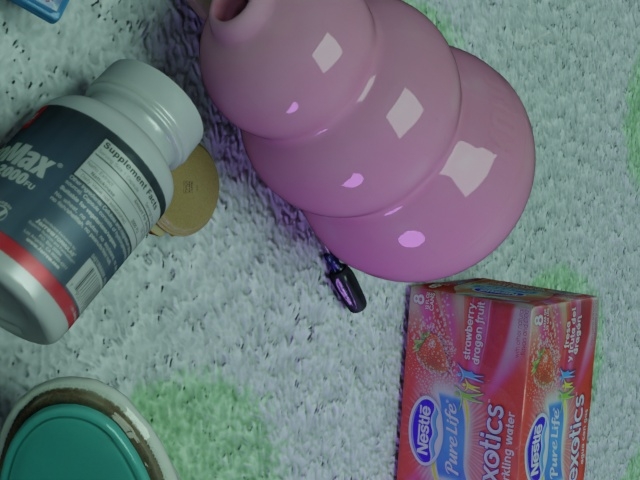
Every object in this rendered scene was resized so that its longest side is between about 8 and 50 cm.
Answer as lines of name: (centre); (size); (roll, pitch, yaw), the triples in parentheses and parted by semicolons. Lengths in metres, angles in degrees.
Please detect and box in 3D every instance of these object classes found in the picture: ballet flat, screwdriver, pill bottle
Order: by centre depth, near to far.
pill bottle: (-0.161, -0.032, 0.642); (0.180, 0.108, 0.108); (-55, 132, -28)
ballet flat: (-0.140, 0.253, 0.713); (0.139, 0.139, 0.400); (-28, 120, -42)
screwdriver: (0.000, 0.000, 0.900); (0.024, 0.025, 0.170); (-47, 119, -32)

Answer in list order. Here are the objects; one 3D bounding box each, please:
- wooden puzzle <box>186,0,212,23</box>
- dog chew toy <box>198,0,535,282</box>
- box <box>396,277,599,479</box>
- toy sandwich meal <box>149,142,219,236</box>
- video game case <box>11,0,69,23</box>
wooden puzzle: (-0.057, -0.283, 0.767); (0.239, 0.044, 0.221); (51, 59, -40)
dog chew toy: (0.033, -0.098, 0.767); (0.332, 0.206, 0.207); (35, 70, -48)
box: (0.181, 0.197, 1.027); (0.142, 0.154, 0.300); (-2, 99, -47)
toy sandwich meal: (-0.113, -0.040, 0.755); (0.085, 0.029, 0.086); (-3, 94, -51)
video game case: (-0.187, -0.239, 0.622); (0.119, 0.015, 0.166); (29, 73, -25)
